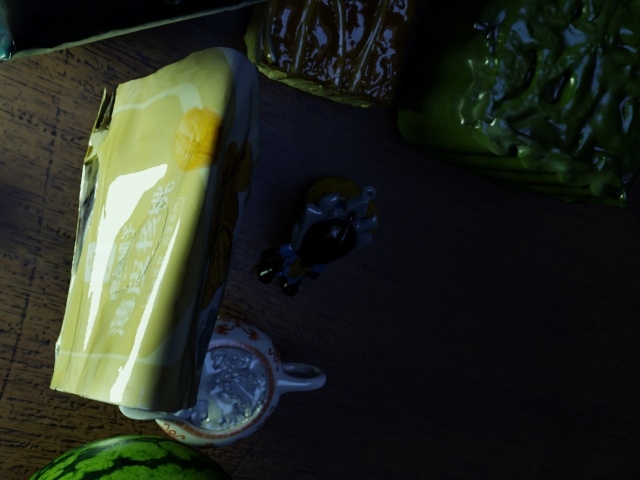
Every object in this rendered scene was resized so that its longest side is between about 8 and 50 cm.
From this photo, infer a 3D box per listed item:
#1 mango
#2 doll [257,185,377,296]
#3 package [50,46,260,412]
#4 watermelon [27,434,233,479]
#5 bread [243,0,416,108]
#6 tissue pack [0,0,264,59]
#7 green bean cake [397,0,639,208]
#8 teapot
[{"bbox_3d":[0.030,-0.039,0.719,0.114,0.057,0.079,20,90,-32],"label":"mango"},{"bbox_3d":[0.000,0.000,0.660,0.095,0.070,0.195,26,130,-27],"label":"doll"},{"bbox_3d":[-0.169,-0.006,0.536,0.164,0.221,0.312,11,75,-2],"label":"package"},{"bbox_3d":[-0.202,0.348,0.575,0.285,0.285,0.285,-5,103,-22],"label":"watermelon"},{"bbox_3d":[0.025,-0.307,0.629,0.184,0.114,0.275,11,94,-25],"label":"bread"},{"bbox_3d":[-0.193,-0.378,0.398,0.264,0.253,0.417,-23,124,-19],"label":"tissue pack"},{"bbox_3d":[0.291,-0.228,0.700,0.334,0.218,0.319,15,95,-26],"label":"green bean cake"},{"bbox_3d":[-0.113,0.168,0.672,0.245,0.116,0.159,-5,89,-18],"label":"teapot"}]
